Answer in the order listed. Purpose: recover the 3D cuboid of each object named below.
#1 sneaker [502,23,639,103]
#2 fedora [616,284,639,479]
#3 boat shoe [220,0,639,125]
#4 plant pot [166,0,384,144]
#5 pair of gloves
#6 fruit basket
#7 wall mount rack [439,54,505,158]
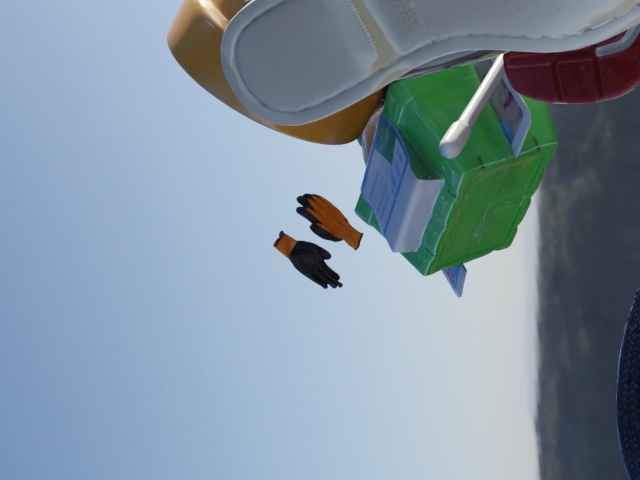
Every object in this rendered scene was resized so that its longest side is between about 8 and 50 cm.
[{"bbox_3d":[0.255,-0.148,1.000,0.128,0.221,0.087,-4,-92,-51],"label":"sneaker"},{"bbox_3d":[0.360,0.094,0.885,0.152,0.334,0.334,12,-109,-61],"label":"fedora"},{"bbox_3d":[0.093,-0.161,0.826,0.117,0.324,0.097,64,-152,-14],"label":"boat shoe"},{"bbox_3d":[-0.010,-0.221,1.230,0.188,0.205,0.205,-60,7,25],"label":"plant pot"},{"bbox_3d":[0.000,0.000,1.203,0.074,0.010,0.083,38,-129,-16],"label":"pair of gloves"},{"bbox_3d":[0.077,-0.153,1.354,0.353,0.165,0.327,55,156,23],"label":"fruit basket"},{"bbox_3d":[0.133,-0.250,1.098,0.350,0.304,0.130,49,176,-15],"label":"wall mount rack"}]
